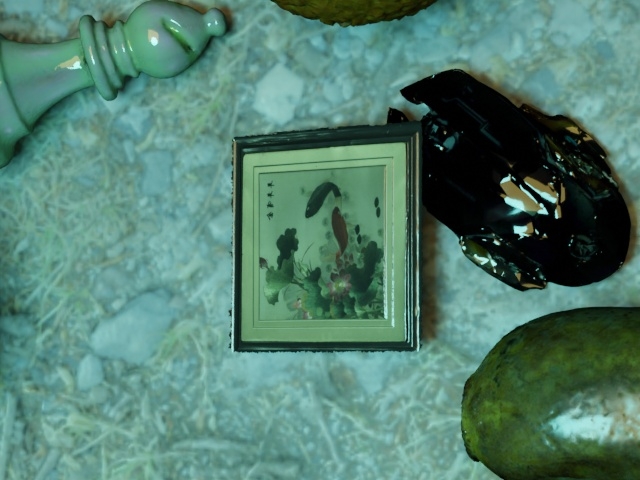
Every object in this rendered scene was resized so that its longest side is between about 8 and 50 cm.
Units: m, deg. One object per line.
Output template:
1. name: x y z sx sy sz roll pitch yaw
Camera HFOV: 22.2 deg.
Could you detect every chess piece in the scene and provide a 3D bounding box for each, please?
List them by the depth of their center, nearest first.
1. chess piece: -0.214 -0.158 1.451 0.272 0.139 0.139 -16 82 4

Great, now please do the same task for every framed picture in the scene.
1. framed picture: 0.000 0.000 1.401 0.199 0.010 0.195 -2 85 33

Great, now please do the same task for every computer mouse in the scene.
1. computer mouse: 0.154 -0.051 1.357 0.242 0.077 0.146 37 94 16

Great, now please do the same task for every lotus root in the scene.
1. lotus root: 0.248 0.126 1.275 0.275 0.160 0.152 -6 95 15

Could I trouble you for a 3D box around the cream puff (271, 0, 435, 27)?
1. cream puff: 0.020 -0.322 1.341 0.303 0.212 0.303 3 82 -21
